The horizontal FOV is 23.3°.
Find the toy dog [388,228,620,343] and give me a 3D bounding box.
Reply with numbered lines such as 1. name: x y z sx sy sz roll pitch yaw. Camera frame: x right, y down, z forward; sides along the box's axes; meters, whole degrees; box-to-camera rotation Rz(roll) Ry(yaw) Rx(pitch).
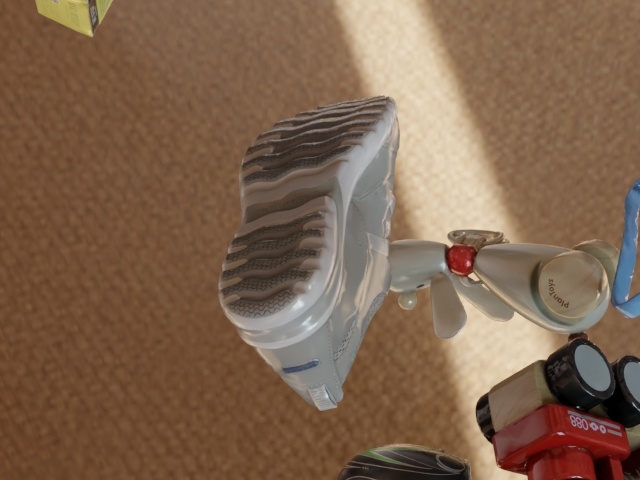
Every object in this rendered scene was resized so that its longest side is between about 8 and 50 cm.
1. toy dog: 0.244 0.081 2.025 0.220 0.161 0.334 -7 9 -42

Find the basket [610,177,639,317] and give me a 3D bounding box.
1. basket: 0.465 -0.054 1.847 0.201 0.289 0.255 40 40 -19

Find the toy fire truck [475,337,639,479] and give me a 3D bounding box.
1. toy fire truck: 0.265 0.221 1.296 0.217 0.158 0.246 20 49 -34

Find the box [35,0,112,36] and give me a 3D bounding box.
1. box: -0.173 -0.299 1.358 0.058 0.087 0.232 26 76 2

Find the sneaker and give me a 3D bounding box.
1. sneaker: 0.000 0.000 1.076 0.105 0.115 0.281 -8 34 24

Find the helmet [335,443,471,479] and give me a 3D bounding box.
1. helmet: 0.091 0.313 1.807 0.161 0.169 0.169 3 58 2
